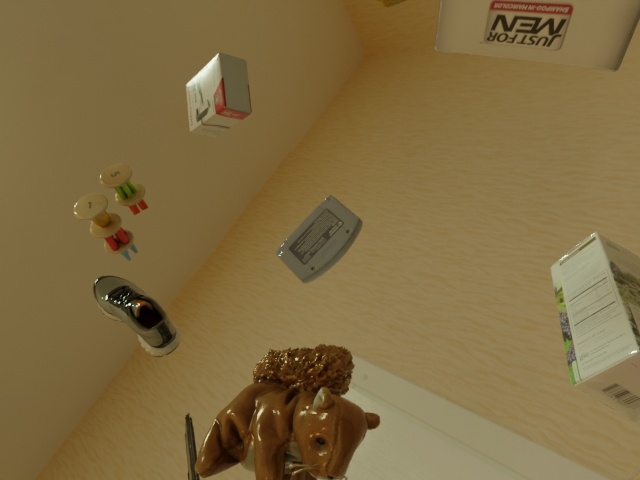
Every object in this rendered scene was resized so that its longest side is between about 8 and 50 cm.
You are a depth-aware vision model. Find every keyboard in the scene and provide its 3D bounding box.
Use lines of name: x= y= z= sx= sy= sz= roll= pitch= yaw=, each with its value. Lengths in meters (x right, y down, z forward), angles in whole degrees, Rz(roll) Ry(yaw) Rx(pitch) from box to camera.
keyboard: x=-0.349 y=0.671 z=1.123 sx=0.033 sy=0.317 sz=0.202 roll=-2 pitch=-52 yaw=-22

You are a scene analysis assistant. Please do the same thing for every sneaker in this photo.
sneaker: x=-0.433 y=0.153 z=0.945 sx=0.100 sy=0.271 sz=0.108 roll=-43 pitch=-27 yaw=-37

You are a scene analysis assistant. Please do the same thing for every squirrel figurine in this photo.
squirrel figurine: x=-0.045 y=0.407 z=0.985 sx=0.281 sy=0.370 sz=0.397 roll=38 pitch=-138 yaw=-21

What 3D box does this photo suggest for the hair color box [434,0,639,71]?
hair color box: x=0.205 y=-0.331 z=0.307 sx=0.105 sy=0.173 sz=0.347 roll=-48 pitch=-33 yaw=-37

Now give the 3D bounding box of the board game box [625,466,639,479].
board game box: x=0.321 y=0.192 z=0.309 sx=0.347 sy=0.078 sz=0.233 roll=-7 pitch=-49 yaw=-31

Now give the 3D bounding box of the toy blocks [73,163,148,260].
toy blocks: x=-0.347 y=-0.042 z=0.713 sx=0.148 sy=0.054 sz=0.123 roll=85 pitch=-157 yaw=-56

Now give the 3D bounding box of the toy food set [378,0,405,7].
toy food set: x=0.186 y=-0.645 z=0.961 sx=0.128 sy=0.217 sz=0.071 roll=27 pitch=-105 yaw=-46

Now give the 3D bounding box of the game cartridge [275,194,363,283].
game cartridge: x=0.000 y=0.000 z=1.408 sx=0.294 sy=0.196 sz=0.060 roll=-46 pitch=-34 yaw=0

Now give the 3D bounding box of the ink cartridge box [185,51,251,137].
ink cartridge box: x=-0.187 y=-0.257 z=0.730 sx=0.056 sy=0.135 sz=0.099 roll=-3 pitch=-96 yaw=-43

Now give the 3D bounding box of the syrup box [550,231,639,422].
syrup box: x=0.399 y=0.103 z=0.550 sx=0.096 sy=0.093 sz=0.237 roll=-58 pitch=2 yaw=40
